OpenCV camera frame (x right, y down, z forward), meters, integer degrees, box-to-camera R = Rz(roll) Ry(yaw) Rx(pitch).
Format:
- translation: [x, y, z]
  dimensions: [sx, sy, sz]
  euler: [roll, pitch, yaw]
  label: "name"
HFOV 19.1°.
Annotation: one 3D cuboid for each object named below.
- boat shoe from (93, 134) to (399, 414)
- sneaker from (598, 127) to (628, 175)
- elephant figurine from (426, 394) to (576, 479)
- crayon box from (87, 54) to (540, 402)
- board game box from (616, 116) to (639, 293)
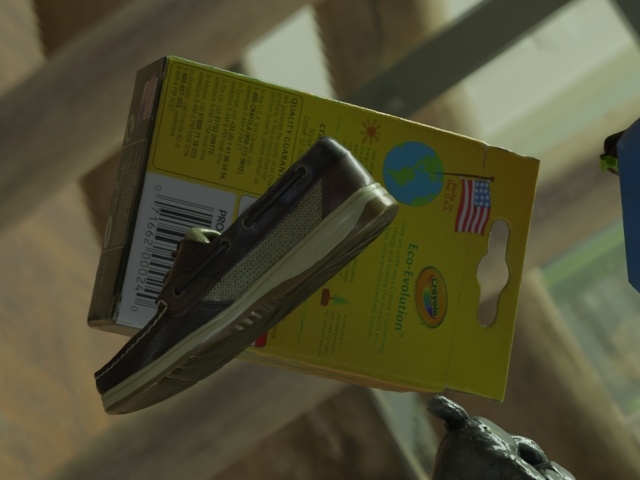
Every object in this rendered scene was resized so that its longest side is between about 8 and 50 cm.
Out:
- translation: [-0.055, 0.022, 1.147]
  dimensions: [0.073, 0.223, 0.080]
  euler: [56, 18, 12]
  label: "boat shoe"
- translation: [0.347, -0.107, 1.768]
  dimensions: [0.234, 0.097, 0.084]
  euler: [-20, 115, -40]
  label: "sneaker"
- translation: [0.159, 0.326, 2.070]
  dimensions: [0.169, 0.239, 0.186]
  euler: [20, 20, -47]
  label: "elephant figurine"
- translation: [0.000, 0.000, 1.435]
  dimensions: [0.318, 0.202, 0.081]
  euler: [14, -10, -21]
  label: "crayon box"
- translation: [0.298, -0.026, 1.475]
  dimensions: [0.033, 0.133, 0.169]
  euler: [-8, 93, -46]
  label: "board game box"
